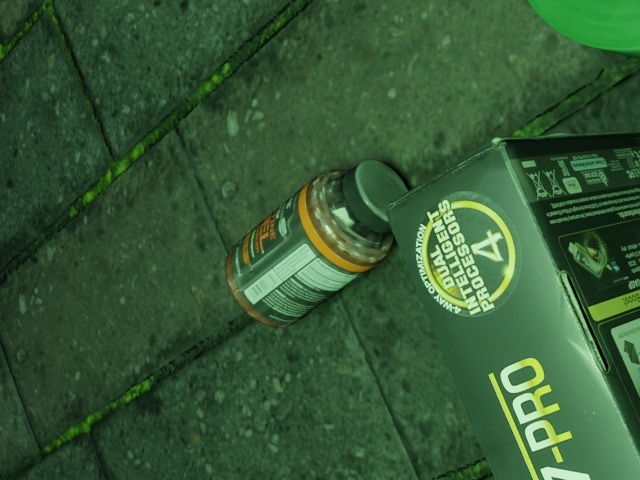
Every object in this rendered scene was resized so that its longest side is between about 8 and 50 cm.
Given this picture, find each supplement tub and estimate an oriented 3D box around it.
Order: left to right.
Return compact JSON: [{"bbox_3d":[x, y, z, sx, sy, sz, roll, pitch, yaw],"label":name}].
[{"bbox_3d":[0.000,0.000,1.081,0.198,0.106,0.106,-38,71,38],"label":"supplement tub"}]

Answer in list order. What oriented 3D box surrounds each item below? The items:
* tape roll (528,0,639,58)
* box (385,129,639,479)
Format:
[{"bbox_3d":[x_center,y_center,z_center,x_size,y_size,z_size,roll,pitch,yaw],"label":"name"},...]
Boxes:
[{"bbox_3d":[0.260,-0.285,0.760,0.321,0.077,0.321,-14,73,55],"label":"tape roll"},{"bbox_3d":[0.242,0.086,0.685,0.097,0.395,0.318,-32,76,38],"label":"box"}]
